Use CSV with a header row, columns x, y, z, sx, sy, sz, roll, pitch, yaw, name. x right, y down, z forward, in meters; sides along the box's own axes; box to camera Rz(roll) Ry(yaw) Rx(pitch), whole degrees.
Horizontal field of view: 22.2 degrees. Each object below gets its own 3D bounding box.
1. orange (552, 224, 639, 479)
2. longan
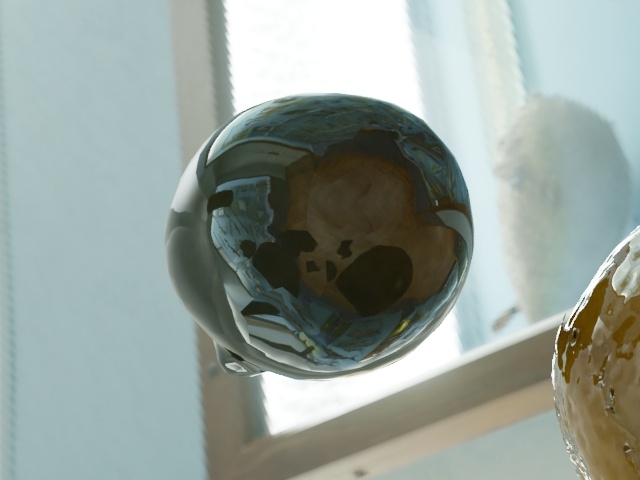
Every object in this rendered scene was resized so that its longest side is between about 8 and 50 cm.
x,y,z,sx,sy,sz,roll,pitch,yaw,name
0.204,0.084,0.724,0.219,0.193,0.219,-10,-90,-87,orange
0.000,0.000,0.906,0.189,0.189,0.189,27,-129,-37,longan
